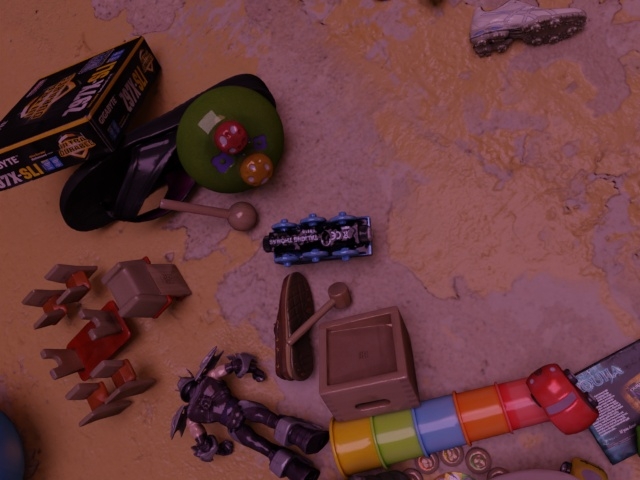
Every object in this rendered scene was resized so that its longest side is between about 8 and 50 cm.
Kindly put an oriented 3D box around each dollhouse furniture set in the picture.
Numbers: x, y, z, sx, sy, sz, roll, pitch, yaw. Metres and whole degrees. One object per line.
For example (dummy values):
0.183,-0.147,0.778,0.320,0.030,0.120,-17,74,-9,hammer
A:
-0.369,0.150,1.034,0.259,0.135,0.262,-42,70,19,dollhouse furniture set

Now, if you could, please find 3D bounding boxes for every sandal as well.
-0.270,-0.128,1.008,0.445,0.167,0.107,-32,68,10,sandal

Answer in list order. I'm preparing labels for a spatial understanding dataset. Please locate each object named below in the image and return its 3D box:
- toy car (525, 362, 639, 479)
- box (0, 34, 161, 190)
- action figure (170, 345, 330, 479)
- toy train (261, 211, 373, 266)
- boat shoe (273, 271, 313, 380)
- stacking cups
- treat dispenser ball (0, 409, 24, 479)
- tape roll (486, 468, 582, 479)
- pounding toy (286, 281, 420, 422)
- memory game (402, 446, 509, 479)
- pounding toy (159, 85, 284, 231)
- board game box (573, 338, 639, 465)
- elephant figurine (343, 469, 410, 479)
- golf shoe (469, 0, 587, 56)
0.394,0.269,0.740,0.224,0.053,0.239,-8,104,13,toy car
-0.450,-0.236,1.044,0.257,0.079,0.322,-14,39,15,box
-0.127,0.289,0.931,0.285,0.099,0.185,23,95,24,action figure
0.000,0.000,0.931,0.184,0.105,0.080,-7,83,17,toy train
-0.052,0.140,0.945,0.060,0.064,0.178,-15,68,38,boat shoe
0.173,0.261,0.844,0.316,0.096,0.096,-20,75,10,stacking cups
-0.663,0.401,0.978,0.288,0.288,0.288,-3,79,17,treat dispenser ball
0.256,0.419,0.675,0.246,0.246,0.169,-30,98,11,tape roll
0.046,0.166,0.892,0.181,0.094,0.206,-15,41,13,pounding toy
0.200,0.391,0.846,0.186,0.012,0.186,-3,80,17,memory game
-0.141,-0.123,0.933,0.110,0.182,0.237,47,120,55,pounding toy
0.447,0.206,0.792,0.186,0.026,0.126,-32,72,10,board game box
0.080,0.450,0.782,0.169,0.186,0.240,-35,58,36,elephant figurine
0.325,-0.355,0.913,0.176,0.069,0.086,-4,73,16,golf shoe
